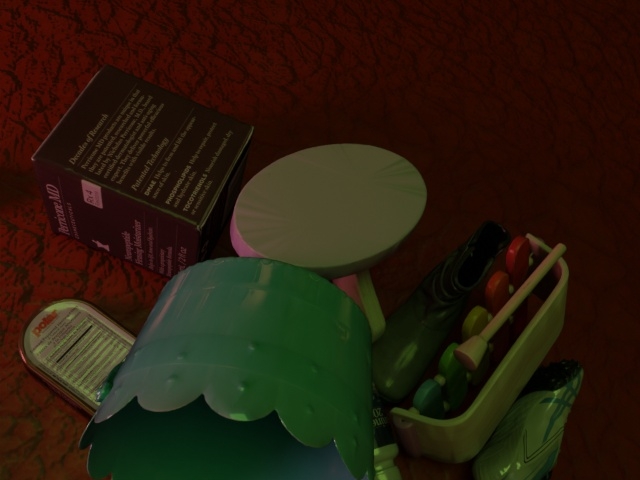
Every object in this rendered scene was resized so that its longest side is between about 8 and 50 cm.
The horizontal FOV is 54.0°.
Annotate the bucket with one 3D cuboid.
[{"bbox_3d":[-0.074,0.162,0.627,0.281,0.281,0.183,16,45,-5],"label":"bucket"}]

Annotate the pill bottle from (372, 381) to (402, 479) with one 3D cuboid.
[{"bbox_3d":[0.053,0.233,0.745,0.067,0.067,0.120,-11,65,-20],"label":"pill bottle"}]

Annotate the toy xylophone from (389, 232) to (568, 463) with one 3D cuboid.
[{"bbox_3d":[0.209,0.118,0.756,0.081,0.236,0.323,28,55,34],"label":"toy xylophone"}]

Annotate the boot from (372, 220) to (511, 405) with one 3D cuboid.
[{"bbox_3d":[0.146,0.083,0.800,0.083,0.161,0.246,35,58,6],"label":"boot"}]

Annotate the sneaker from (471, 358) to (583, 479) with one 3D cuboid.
[{"bbox_3d":[0.273,0.243,0.800,0.237,0.085,0.086,-42,104,-34],"label":"sneaker"}]

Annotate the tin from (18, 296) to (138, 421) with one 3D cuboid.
[{"bbox_3d":[-0.263,0.141,0.734,0.190,0.040,0.106,34,54,6],"label":"tin"}]

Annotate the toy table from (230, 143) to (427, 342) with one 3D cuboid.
[{"bbox_3d":[0.000,0.000,0.789,0.274,0.161,0.252,-17,56,-31],"label":"toy table"}]

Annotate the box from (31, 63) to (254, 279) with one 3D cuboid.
[{"bbox_3d":[-0.213,-0.075,0.790,0.203,0.168,0.167,22,59,-1],"label":"box"}]
